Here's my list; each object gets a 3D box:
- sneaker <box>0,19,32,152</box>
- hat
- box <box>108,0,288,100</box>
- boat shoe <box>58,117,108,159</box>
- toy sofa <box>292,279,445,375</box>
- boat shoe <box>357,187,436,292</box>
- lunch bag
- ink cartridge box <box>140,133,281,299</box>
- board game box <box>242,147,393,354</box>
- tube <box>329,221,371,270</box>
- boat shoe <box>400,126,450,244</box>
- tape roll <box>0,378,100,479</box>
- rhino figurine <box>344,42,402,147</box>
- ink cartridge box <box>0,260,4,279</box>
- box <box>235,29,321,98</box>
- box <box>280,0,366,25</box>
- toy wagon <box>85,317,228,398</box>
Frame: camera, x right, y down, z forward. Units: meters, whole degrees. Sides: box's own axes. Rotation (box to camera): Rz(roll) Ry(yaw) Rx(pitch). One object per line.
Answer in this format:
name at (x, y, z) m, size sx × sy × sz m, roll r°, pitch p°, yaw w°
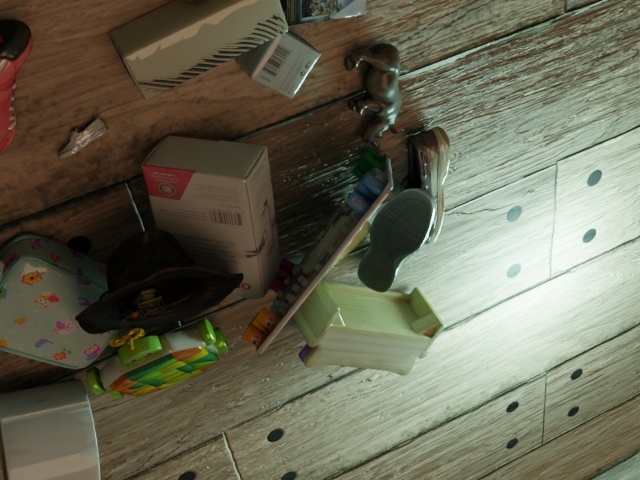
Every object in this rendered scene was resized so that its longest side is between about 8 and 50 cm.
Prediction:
sneaker at (-0.534, -0.214, 1.252) m, size 0.314 × 0.116 × 0.136 m, roll -45°, pitch 143°, yaw 16°
hat at (-0.295, 0.059, 1.411) m, size 0.331 × 0.133 × 0.331 m, roll -15°, pitch 164°, yaw -4°
box at (-0.203, -0.350, 1.321) m, size 0.275 × 0.113 × 0.094 m, roll -28°, pitch 134°, yaw -7°
boat shoe at (-0.421, -0.180, 1.379) m, size 0.100 × 0.035 × 0.035 m, roll -34°, pitch 106°, yaw 2°
toy sofa at (0.099, 0.198, 1.874) m, size 0.363 × 0.150 × 0.177 m, roll 11°, pitch 122°, yaw -35°
boat shoe at (0.174, -0.011, 1.749) m, size 0.103 × 0.118 × 0.320 m, roll -51°, pitch 167°, yaw -41°
lunch bag at (-0.516, 0.124, 1.495) m, size 0.279 × 0.108 × 0.224 m, roll 30°, pitch 106°, yaw -41°
ink cartridge box at (-0.198, -0.042, 1.484) m, size 0.207 × 0.117 × 0.283 m, roll 8°, pitch 131°, yaw 15°
board game box at (0.000, 0.000, 1.548) m, size 0.050 × 0.390 × 0.390 m, roll 36°, pitch 104°, yaw -6°
tube at (0.013, 0.040, 1.742) m, size 0.240 × 0.062 × 0.070 m, roll -45°, pitch 150°, yaw -6°
boat shoe at (0.222, -0.116, 1.751) m, size 0.092 × 0.103 × 0.285 m, roll -8°, pitch 126°, yaw -15°
tape roll at (-0.556, 0.416, 1.596) m, size 0.169 × 0.246 × 0.246 m, roll -8°, pitch 126°, yaw -25°
rhino figurine at (0.114, -0.284, 1.578) m, size 0.106 × 0.073 × 0.243 m, roll -19°, pitch 132°, yaw -13°
ink cartridge box at (-0.693, 0.069, 1.257) m, size 0.198 × 0.197 × 0.270 m, roll -23°, pitch 135°, yaw 18°
box at (-0.077, -0.330, 1.422) m, size 0.102 × 0.087 × 0.101 m, roll 21°, pitch 111°, yaw -40°
box at (0.006, -0.501, 1.372) m, size 0.159 × 0.044 × 0.233 m, roll -14°, pitch 129°, yaw -21°
toy wagon at (-0.337, 0.244, 1.609) m, size 0.267 × 0.068 × 0.344 m, roll -24°, pitch 164°, yaw -1°
